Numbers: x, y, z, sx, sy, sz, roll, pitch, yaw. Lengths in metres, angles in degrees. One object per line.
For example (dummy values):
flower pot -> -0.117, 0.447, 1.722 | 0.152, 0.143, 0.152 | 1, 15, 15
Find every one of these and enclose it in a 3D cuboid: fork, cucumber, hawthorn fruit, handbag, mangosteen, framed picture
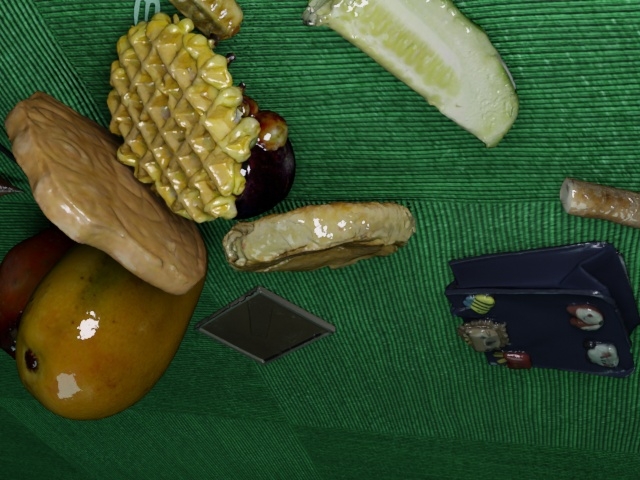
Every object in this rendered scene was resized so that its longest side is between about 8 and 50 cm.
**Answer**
fork -> -0.232, -0.374, 1.125 | 0.039, 0.021, 0.235 | 12, 148, -5
cucumber -> 0.141, -0.254, 1.110 | 0.325, 0.105, 0.145 | 33, 114, -26
hawthorn fruit -> -0.526, 0.111, 1.707 | 0.316, 0.315, 0.316 | 9, 145, 6
handbag -> 0.412, 0.143, 1.567 | 0.330, 0.121, 0.303 | -5, 142, 27
mangosteen -> -0.134, -0.138, 1.293 | 0.194, 0.194, 0.230 | 8, 135, 7
framed picture -> -0.133, 0.202, 1.920 | 0.213, 0.016, 0.289 | 31, 142, -23

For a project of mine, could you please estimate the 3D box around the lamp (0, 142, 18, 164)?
lamp -> -0.571, -0.131, 1.510 | 0.130, 0.108, 0.371 | 4, 145, 19

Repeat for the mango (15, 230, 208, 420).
mango -> -0.358, 0.120, 1.516 | 0.232, 0.445, 0.300 | 10, 135, 33

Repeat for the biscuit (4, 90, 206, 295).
biscuit -> -0.316, -0.084, 1.291 | 0.062, 0.385, 0.365 | -44, 134, 10

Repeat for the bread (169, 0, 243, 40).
bread -> -0.154, -0.321, 1.145 | 0.066, 0.060, 0.110 | -42, 123, 14

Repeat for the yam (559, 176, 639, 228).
yam -> 0.525, -0.040, 1.316 | 0.300, 0.066, 0.066 | 15, 146, 0

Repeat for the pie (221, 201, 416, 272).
pie -> 0.000, 0.000, 1.426 | 0.340, 0.083, 0.339 | -6, 169, -1

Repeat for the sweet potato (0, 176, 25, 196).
sweet potato -> -0.629, -0.103, 1.624 | 0.117, 0.049, 0.049 | 10, 145, 6

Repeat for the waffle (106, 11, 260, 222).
waffle -> -0.211, -0.168, 1.188 | 0.329, 0.062, 0.329 | 20, 120, 39
